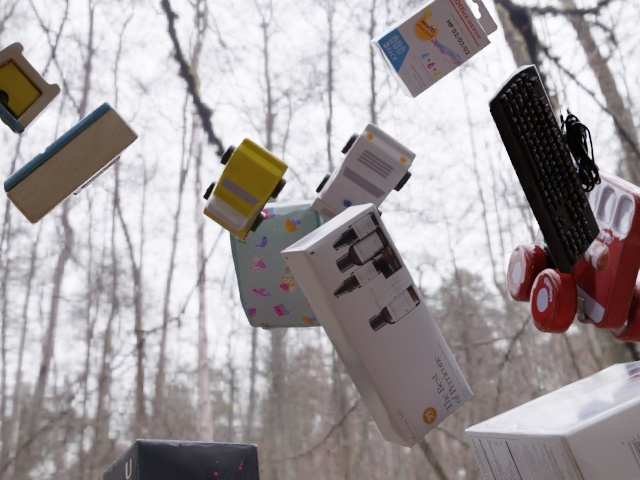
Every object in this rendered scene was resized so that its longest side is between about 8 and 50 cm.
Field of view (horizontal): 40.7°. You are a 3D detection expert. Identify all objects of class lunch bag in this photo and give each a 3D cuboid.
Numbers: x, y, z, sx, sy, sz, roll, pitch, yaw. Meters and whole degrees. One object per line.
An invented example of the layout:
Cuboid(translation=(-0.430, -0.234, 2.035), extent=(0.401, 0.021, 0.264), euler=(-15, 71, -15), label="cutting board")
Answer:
Cuboid(translation=(-0.056, 0.052, 1.761), extent=(0.223, 0.262, 0.160), euler=(-4, 5, 23), label="lunch bag")

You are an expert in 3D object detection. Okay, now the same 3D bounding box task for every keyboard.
Cuboid(translation=(0.213, -0.069, 0.756), extent=(0.038, 0.100, 0.192), euler=(3, -47, 45), label="keyboard")

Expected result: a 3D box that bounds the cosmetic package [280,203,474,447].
Cuboid(translation=(0.062, 0.089, 0.906), extent=(0.099, 0.239, 0.060), euler=(-34, 12, -22), label="cosmetic package")

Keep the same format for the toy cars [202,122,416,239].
Cuboid(translation=(-0.040, -0.064, 1.250), extent=(0.394, 0.087, 0.176), euler=(-2, -51, 33), label="toy cars")

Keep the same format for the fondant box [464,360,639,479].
Cuboid(translation=(0.333, 0.219, 1.001), extent=(0.238, 0.096, 0.330), euler=(-21, -7, -11), label="fondant box")

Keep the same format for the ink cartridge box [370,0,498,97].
Cuboid(translation=(0.180, -0.309, 1.300), extent=(0.181, 0.061, 0.104), euler=(-36, -76, 0), label="ink cartridge box")

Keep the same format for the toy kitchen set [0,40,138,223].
Cuboid(translation=(-0.287, -0.112, 0.836), extent=(0.166, 0.122, 0.207), euler=(50, -15, -11), label="toy kitchen set")

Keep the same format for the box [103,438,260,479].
Cuboid(translation=(-0.165, 0.392, 1.044), extent=(0.165, 0.270, 0.143), euler=(9, -35, -29), label="box")

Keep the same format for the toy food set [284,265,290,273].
Cuboid(translation=(0.000, 0.000, 1.014), extent=(0.078, 0.019, 0.122), euler=(-37, -2, 16), label="toy food set")

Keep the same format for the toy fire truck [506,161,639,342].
Cuboid(translation=(0.426, 0.007, 1.372), extent=(0.169, 0.302, 0.253), euler=(7, -72, -9), label="toy fire truck")
